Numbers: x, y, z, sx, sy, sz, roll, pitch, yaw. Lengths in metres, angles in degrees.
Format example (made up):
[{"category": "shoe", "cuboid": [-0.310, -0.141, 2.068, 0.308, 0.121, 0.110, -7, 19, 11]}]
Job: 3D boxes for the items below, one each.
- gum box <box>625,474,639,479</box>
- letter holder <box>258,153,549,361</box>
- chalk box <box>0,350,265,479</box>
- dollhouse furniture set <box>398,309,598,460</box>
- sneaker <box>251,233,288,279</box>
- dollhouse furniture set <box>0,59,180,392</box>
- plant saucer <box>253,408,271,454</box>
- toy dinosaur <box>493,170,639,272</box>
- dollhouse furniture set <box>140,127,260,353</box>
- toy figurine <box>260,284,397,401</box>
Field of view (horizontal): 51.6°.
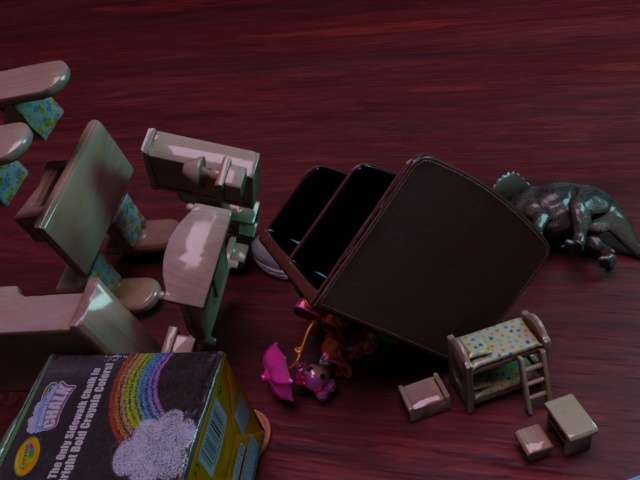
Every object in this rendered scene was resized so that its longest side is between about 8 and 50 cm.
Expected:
[{"category": "gum box", "cuboid": [0.361, 0.268, 0.621, 0.157, 0.041, 0.184, -17, 1, -7]}, {"category": "letter holder", "cuboid": [0.118, 0.001, 0.834, 0.214, 0.302, 0.152, -55, 41, 11]}, {"category": "chalk box", "cuboid": [-0.236, 0.249, 0.760, 0.289, 0.179, 0.180, -4, 44, 15]}, {"category": "dollhouse furniture set", "cuboid": [0.204, 0.189, 0.790, 0.182, 0.101, 0.161, -17, 39, -7]}, {"category": "sneaker", "cuboid": [0.000, 0.000, 1.062, 0.262, 0.121, 0.099, 7, 43, 25]}, {"category": "dollhouse furniture set", "cuboid": [-0.331, 0.000, 0.944, 0.256, 0.362, 0.394, -4, 50, 18]}, {"category": "plant saucer", "cuboid": [-0.105, 0.253, 0.862, 0.083, 0.013, 0.083, -7, 38, 5]}, {"category": "toy dinosaur", "cuboid": [0.377, -0.038, 1.016, 0.313, 0.121, 0.160, 2, 53, 23]}, {"category": "dollhouse furniture set", "cuboid": [-0.215, 0.034, 0.981, 0.174, 0.303, 0.355, 13, 65, 1]}, {"category": "toy figurine", "cuboid": [-0.004, 0.155, 0.907, 0.173, 0.130, 0.159, 30, 64, 10]}]
